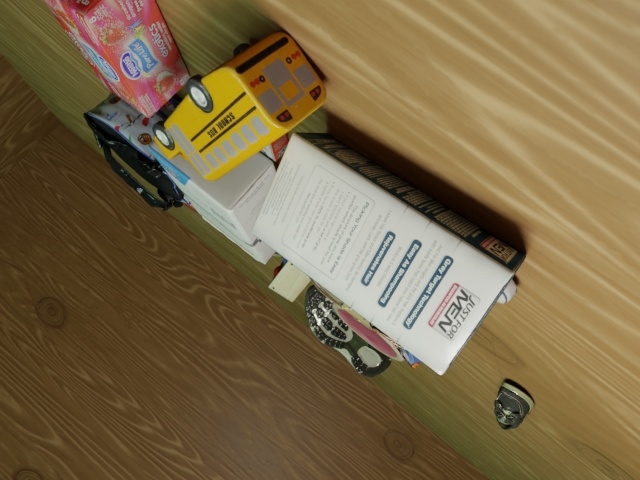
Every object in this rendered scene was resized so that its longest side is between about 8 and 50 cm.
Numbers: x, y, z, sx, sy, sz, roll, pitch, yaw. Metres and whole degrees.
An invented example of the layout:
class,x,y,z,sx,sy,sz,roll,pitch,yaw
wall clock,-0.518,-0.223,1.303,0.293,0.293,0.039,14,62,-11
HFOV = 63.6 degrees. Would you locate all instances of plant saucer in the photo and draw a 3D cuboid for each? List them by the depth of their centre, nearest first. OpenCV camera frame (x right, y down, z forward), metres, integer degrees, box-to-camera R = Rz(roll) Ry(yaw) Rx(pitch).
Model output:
class,x,y,z,sx,sy,sz,roll,pitch,yaw
plant saucer,0.153,0.230,1.452,0.332,0.084,0.332,37,165,11

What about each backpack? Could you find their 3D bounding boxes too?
class,x,y,z,sx,sy,sz,roll,pitch,yaw
backpack,-0.403,-0.240,1.214,0.263,0.213,0.276,32,160,-2

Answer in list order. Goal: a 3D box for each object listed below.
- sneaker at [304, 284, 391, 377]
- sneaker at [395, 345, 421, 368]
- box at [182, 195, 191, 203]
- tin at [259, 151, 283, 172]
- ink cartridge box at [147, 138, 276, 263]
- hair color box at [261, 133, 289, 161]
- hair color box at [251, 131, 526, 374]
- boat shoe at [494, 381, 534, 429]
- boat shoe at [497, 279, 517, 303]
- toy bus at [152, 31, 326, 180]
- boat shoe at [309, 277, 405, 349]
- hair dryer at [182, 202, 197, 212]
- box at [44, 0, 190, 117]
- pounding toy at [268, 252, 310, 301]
class,x,y,z,sx,sy,sz,roll,pitch,yaw
sneaker,0.072,0.295,1.777,0.410,0.158,0.182,52,180,-22
sneaker,0.198,0.199,1.263,0.221,0.087,0.083,58,176,-3
box,-0.384,-0.179,1.507,0.137,0.126,0.072,18,152,55
tin,-0.122,-0.164,1.072,0.189,0.040,0.106,33,160,28
ink cartridge box,-0.188,-0.104,1.082,0.223,0.129,0.307,36,167,17
hair color box,-0.100,-0.202,0.880,0.072,0.043,0.141,36,164,16
hair color box,0.083,0.004,0.730,0.347,0.174,0.105,36,-154,20
boat shoe,0.452,0.403,1.225,0.080,0.073,0.224,31,163,32
boat shoe,0.172,0.031,0.800,0.258,0.084,0.095,34,164,23
toy bus,-0.137,-0.182,0.765,0.130,0.108,0.332,52,150,-14
boat shoe,0.121,0.135,1.144,0.324,0.123,0.120,33,-175,-5
hair dryer,-0.459,-0.172,1.815,0.223,0.080,0.293,22,158,49
box,-0.345,-0.353,0.891,0.128,0.123,0.257,35,165,16
pounding toy,-0.070,0.058,1.271,0.100,0.141,0.130,34,126,-7
